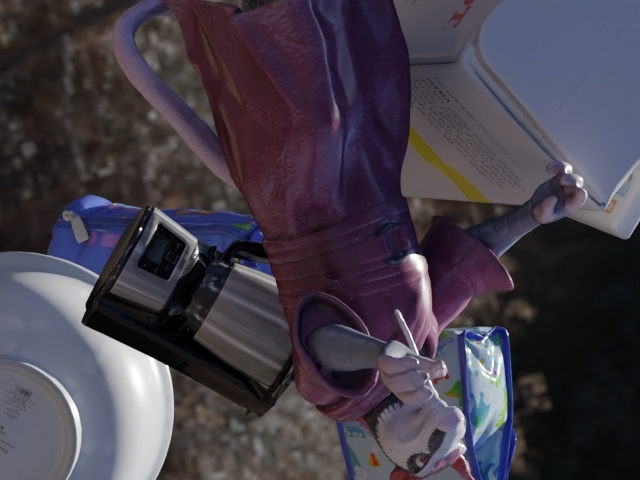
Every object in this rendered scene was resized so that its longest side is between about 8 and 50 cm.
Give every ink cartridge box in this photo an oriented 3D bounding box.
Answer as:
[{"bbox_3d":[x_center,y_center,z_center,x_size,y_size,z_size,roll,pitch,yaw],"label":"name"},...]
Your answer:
[{"bbox_3d":[0.135,-0.177,1.426,0.160,0.279,0.385,44,-15,-21],"label":"ink cartridge box"}]

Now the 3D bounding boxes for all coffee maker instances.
[{"bbox_3d":[-0.105,0.068,1.602,0.171,0.178,0.120,-57,-173,40],"label":"coffee maker"}]

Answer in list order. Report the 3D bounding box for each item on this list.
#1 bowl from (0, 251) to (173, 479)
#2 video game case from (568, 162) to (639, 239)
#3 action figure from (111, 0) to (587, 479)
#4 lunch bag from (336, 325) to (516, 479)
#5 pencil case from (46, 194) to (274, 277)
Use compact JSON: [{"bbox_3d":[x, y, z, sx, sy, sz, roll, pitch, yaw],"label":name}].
[{"bbox_3d":[-0.282,0.164,1.712,0.134,0.298,0.297,-110,-177,-82],"label":"bowl"},{"bbox_3d":[0.230,-0.112,1.508,0.023,0.201,0.183,33,-3,-33],"label":"video game case"},{"bbox_3d":[0.000,0.000,1.192,0.248,0.276,0.370,-20,98,-54],"label":"action figure"},{"bbox_3d":[0.084,0.146,1.529,0.096,0.129,0.151,1,85,-56],"label":"lunch bag"},{"bbox_3d":[-0.159,0.018,2.052,0.133,0.306,0.119,49,57,-47],"label":"pencil case"}]
